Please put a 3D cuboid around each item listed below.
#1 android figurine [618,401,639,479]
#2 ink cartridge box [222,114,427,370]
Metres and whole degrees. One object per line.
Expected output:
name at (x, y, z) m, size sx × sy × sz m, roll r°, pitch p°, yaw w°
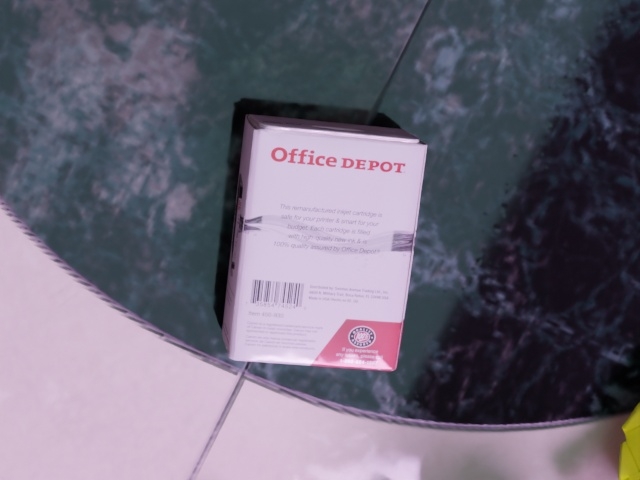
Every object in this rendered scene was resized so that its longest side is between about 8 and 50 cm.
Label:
android figurine at (0.286, 0.135, 0.860) m, size 0.273 × 0.248 × 0.056 m, roll -27°, pitch 151°, yaw 15°
ink cartridge box at (0.000, 0.000, 0.850) m, size 0.099 × 0.056 × 0.135 m, roll 5°, pitch 102°, yaw -11°
